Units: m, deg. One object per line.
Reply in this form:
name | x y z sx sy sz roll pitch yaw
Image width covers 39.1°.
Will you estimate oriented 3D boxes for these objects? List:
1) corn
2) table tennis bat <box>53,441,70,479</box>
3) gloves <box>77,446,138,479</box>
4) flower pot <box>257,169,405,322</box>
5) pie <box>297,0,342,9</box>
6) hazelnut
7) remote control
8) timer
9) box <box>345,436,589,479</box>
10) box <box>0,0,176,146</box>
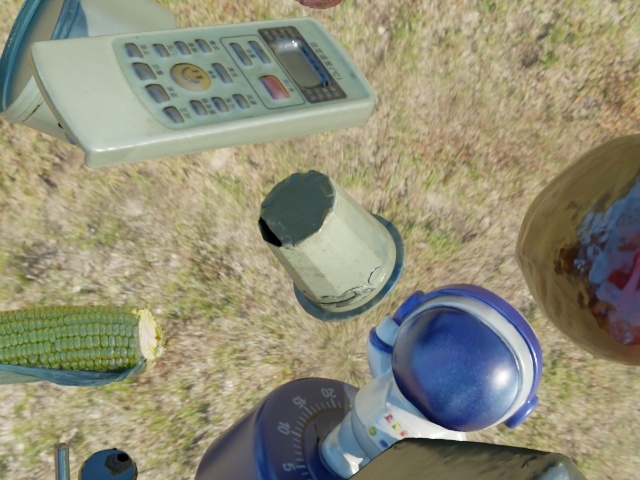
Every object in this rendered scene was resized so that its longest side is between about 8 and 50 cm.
corn | -0.395 0.159 1.375 0.305 0.123 0.122 -3 88 1
table tennis bat | -0.284 0.301 1.001 0.014 0.095 0.158 -8 105 -33
gloves | -0.289 0.371 1.199 0.107 0.268 0.135 27 46 -3
flower pot | 0.000 0.000 1.468 0.212 0.202 0.212 -18 53 25
pie | -0.013 -0.502 1.705 0.155 0.154 0.036 26 60 5
hazelnut | 0.547 0.006 1.586 0.353 0.421 0.420 27 84 -3
remote control | -0.088 -0.128 0.738 0.285 0.038 0.123 -13 57 -37
timer | 0.067 0.191 0.894 0.270 0.270 0.383 39 122 6
box | 0.096 0.259 0.656 0.221 0.290 0.166 -33 95 -24
box | -0.314 -0.237 1.183 0.149 0.226 0.226 22 82 -34
